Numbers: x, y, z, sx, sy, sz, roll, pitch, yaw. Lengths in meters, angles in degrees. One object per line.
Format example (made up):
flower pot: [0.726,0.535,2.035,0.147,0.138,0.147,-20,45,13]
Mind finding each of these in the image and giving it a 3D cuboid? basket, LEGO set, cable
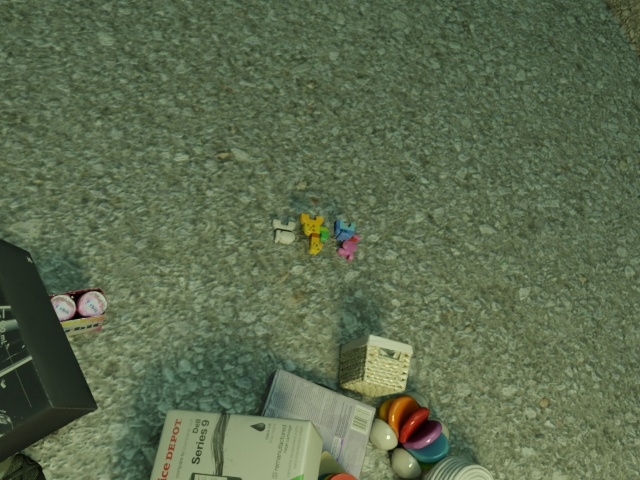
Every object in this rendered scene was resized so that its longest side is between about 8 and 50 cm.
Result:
basket: [0.117,0.283,1.580,0.113,0.167,0.103,17,67,-15]
LEGO set: [0.000,0.000,1.700,0.227,0.087,0.093,10,64,-17]
cable: [0.289,0.590,1.499,0.257,0.089,0.257,25,69,-44]

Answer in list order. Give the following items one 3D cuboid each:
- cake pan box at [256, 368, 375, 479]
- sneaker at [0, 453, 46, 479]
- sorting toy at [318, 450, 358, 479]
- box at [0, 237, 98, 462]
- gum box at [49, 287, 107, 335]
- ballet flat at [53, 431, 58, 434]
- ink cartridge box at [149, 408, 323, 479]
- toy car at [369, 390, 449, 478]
cake pan box: [-0.026,0.430,1.510,0.246,0.070,0.266,24,61,-14]
sneaker: [-0.556,0.493,1.246,0.130,0.087,0.227,24,55,-4]
sorting toy: [0.026,0.587,1.371,0.255,0.089,0.257,49,57,-6]
box: [-0.613,0.211,1.208,0.313,0.179,0.343,-30,74,-2]
gum box: [-0.519,0.150,1.402,0.189,0.107,0.062,-8,71,-26]
ballet flat: [-0.584,0.314,1.325,0.203,0.074,0.074,39,58,4]
ink cartridge box: [-0.159,0.437,1.309,0.289,0.121,0.211,1,58,14]
toy car: [0.212,0.424,1.572,0.159,0.136,0.182,-35,84,-31]
